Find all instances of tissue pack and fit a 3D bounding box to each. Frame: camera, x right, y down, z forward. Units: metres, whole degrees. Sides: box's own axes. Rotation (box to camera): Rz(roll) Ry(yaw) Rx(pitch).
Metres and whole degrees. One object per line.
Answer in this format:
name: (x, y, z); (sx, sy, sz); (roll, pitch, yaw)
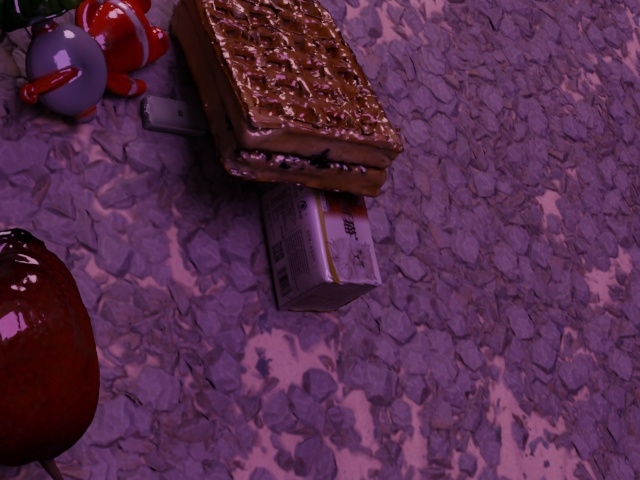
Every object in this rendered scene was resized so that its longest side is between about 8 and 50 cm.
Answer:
tissue pack: (0.001, 0.000, 1.428); (0.099, 0.106, 0.149); (5, 66, -37)

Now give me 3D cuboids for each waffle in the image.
waffle: (-0.049, -0.192, 1.413); (0.212, 0.091, 0.308); (7, 40, -31)

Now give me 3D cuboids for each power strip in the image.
power strip: (-0.175, -0.148, 1.417); (0.090, 0.016, 0.040); (6, 66, -37)

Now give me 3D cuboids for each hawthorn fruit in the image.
hawthorn fruit: (-0.294, 0.120, 1.094); (0.189, 0.189, 0.251); (-24, 105, -44)

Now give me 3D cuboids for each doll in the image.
doll: (-0.258, -0.207, 1.334); (0.245, 0.076, 0.142); (-47, 120, -46)

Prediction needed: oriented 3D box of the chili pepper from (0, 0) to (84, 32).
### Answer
chili pepper: (-0.413, -0.359, 1.204); (0.385, 0.213, 0.167); (50, 25, -18)
